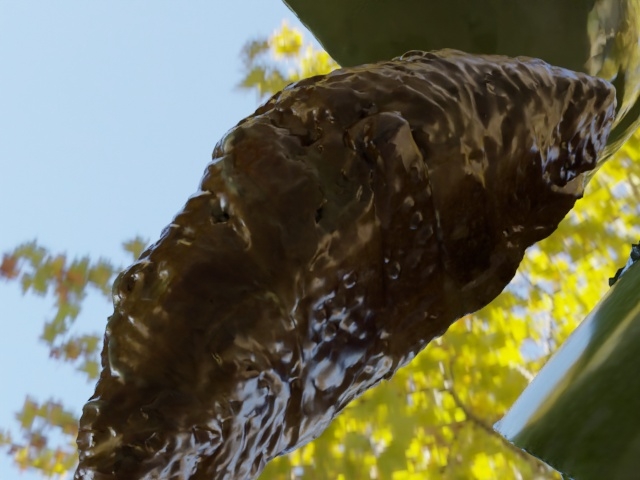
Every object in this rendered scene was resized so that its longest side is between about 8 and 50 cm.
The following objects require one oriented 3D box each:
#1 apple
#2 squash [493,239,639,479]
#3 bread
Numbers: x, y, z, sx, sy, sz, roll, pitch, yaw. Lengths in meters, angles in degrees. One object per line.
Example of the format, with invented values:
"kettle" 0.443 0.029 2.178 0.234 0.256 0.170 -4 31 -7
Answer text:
"apple" 0.045 -0.175 1.005 0.311 0.320 0.360 -30 -104 -29
"squash" 0.169 0.109 0.585 0.220 0.220 0.133 47 -115 -15
"bread" 0.000 0.000 0.514 0.233 0.076 0.105 -39 -45 -26
